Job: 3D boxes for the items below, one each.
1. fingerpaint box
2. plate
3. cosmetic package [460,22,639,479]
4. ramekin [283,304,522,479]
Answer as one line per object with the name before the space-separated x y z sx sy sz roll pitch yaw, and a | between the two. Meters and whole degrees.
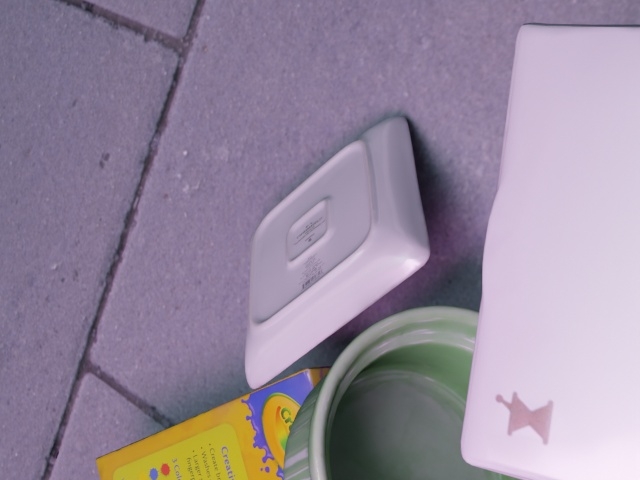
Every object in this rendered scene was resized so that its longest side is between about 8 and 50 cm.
fingerpaint box | -0.041 0.414 1.156 0.371 0.163 0.444 -28 72 31
plate | 0.000 0.000 1.135 0.277 0.045 0.278 -38 31 26
cosmetic package | 0.355 0.031 0.765 0.327 0.394 0.329 9 93 35
ramekin | 0.110 0.230 0.981 0.148 0.303 0.303 -45 59 60
